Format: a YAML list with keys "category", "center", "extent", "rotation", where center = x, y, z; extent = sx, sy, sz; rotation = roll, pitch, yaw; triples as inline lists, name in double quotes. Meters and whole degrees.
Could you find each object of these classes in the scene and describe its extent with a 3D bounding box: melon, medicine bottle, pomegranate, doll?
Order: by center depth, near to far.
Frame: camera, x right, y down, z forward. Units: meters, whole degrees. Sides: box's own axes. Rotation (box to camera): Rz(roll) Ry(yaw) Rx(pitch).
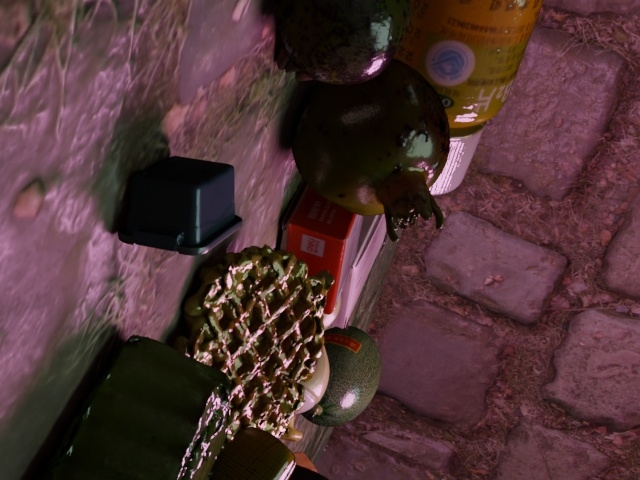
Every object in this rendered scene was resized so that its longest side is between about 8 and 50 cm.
- category: "pomegranate"
  center: [0.005, -0.210, 0.867]
  extent: [0.125, 0.163, 0.138]
  rotation: [38, 51, -41]
- category: "pomegranate"
  center: [0.060, -0.105, 1.089]
  extent: [0.198, 0.198, 0.246]
  rotation: [101, -2, -49]
- category: "medicine bottle"
  center: [0.182, -0.272, 1.359]
  extent: [0.224, 0.224, 0.384]
  rotation: [-57, 167, -51]
- category: "doll"
  center: [-0.035, 0.162, 1.389]
  extent: [0.117, 0.141, 0.296]
  rotation: [49, 51, -35]
- category: "melon"
  center: [0.031, 0.285, 1.901]
  extent: [0.287, 0.182, 0.182]
  rotation: [-54, 163, -63]

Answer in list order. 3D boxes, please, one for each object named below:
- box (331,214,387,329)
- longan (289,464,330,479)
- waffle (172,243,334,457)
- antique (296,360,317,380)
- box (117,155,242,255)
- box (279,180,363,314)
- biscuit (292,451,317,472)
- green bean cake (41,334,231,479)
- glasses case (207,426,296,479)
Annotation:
- category: "box"
  center: [0.048, 0.009, 1.593]
  extent: [0.251, 0.106, 0.203]
  rotation: [97, 18, -61]
- category: "longan"
  center: [-0.072, 0.386, 1.039]
  extent: [0.300, 0.243, 0.300]
  rotation: [-52, 170, -13]
- category: "waffle"
  center: [-0.078, 0.127, 1.028]
  extent: [0.245, 0.052, 0.254]
  rotation: [5, 99, -54]
- category: "antique"
  center: [-0.083, 0.189, 1.198]
  extent: [0.143, 0.121, 0.257]
  rotation: [91, 24, -66]
- category: "box"
  center: [-0.107, -0.030, 0.710]
  extent: [0.099, 0.074, 0.054]
  rotation: [-46, 142, -67]
- category: "box"
  center: [0.000, 0.000, 1.324]
  extent: [0.182, 0.099, 0.133]
  rotation: [98, 13, -50]
- category: "biscuit"
  center: [-0.154, 0.503, 1.434]
  extent: [0.385, 0.062, 0.365]
  rotation: [-32, 147, -44]
- category: "green bean cake"
  center: [-0.160, 0.211, 0.797]
  extent: [0.200, 0.113, 0.214]
  rotation: [101, 10, -60]
- category: "glasses case"
  center: [-0.112, 0.291, 0.899]
  extent: [0.234, 0.079, 0.064]
  rotation: [-52, 147, -19]
